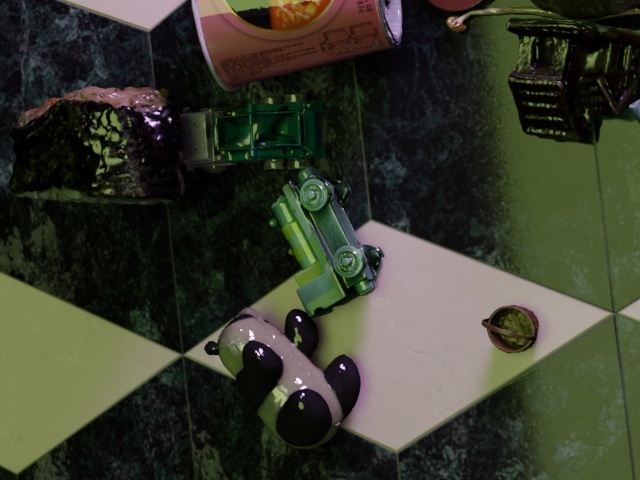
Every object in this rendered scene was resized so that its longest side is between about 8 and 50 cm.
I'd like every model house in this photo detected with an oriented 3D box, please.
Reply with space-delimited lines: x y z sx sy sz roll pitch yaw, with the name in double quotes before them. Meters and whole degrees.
"model house" 0.329 -0.206 1.817 0.165 0.106 0.152 8 92 29

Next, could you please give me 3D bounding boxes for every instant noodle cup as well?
"instant noodle cup" -0.025 -0.332 1.931 0.255 0.244 0.243 -6 88 16

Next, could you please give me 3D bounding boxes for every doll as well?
"doll" -0.054 0.193 1.981 0.234 0.143 0.135 48 130 10

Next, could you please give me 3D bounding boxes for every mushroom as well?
"mushroom" 0.305 -0.304 1.876 0.286 0.026 0.028 -1 106 23

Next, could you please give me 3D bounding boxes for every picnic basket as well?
"picnic basket" 0.252 0.120 1.868 0.072 0.083 0.072 0 90 24

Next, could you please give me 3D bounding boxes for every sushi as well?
"sushi" -0.323 -0.137 2.037 0.350 0.211 0.170 2 91 58

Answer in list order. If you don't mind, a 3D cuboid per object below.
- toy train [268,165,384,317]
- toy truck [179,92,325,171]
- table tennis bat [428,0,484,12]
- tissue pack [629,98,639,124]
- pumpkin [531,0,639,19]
"toy train" 0.000 0.000 1.987 0.132 0.083 0.200 -32 77 25
"toy truck" -0.108 -0.154 2.015 0.216 0.116 0.110 -2 90 25
"table tennis bat" 0.205 -0.421 1.921 0.130 0.019 0.220 23 100 27
"tissue pack" 0.533 -0.112 1.737 0.185 0.081 0.257 -36 75 21
"pumpkin" 0.343 -0.405 1.764 0.260 0.189 0.260 1 92 26
